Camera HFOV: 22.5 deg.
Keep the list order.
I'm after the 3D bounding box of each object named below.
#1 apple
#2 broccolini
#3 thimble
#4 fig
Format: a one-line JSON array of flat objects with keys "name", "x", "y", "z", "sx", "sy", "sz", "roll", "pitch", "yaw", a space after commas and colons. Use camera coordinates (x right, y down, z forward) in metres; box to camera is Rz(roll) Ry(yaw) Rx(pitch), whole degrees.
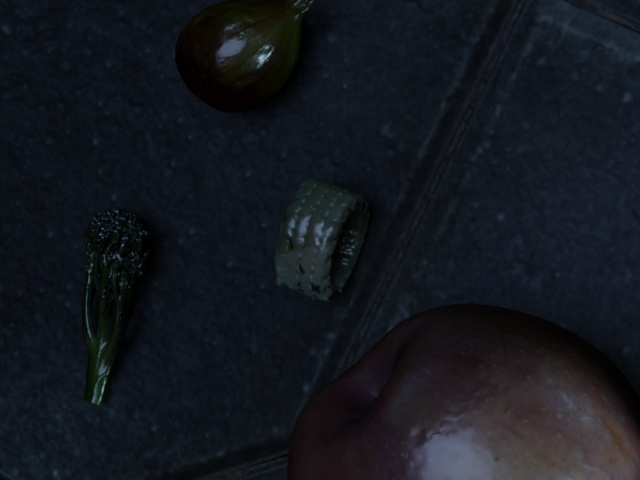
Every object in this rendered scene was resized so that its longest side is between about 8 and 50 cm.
[{"name": "apple", "x": 0.119, "y": 0.184, "z": 1.342, "sx": 0.306, "sy": 0.306, "sz": 0.235, "roll": -42, "pitch": 104, "yaw": 15}, {"name": "broccolini", "x": -0.211, "y": 0.065, "z": 1.632, "sx": 0.091, "sy": 0.068, "sz": 0.203, "roll": 18, "pitch": 109, "yaw": 36}, {"name": "thimble", "x": 0.000, "y": 0.000, "z": 1.516, "sx": 0.062, "sy": 0.084, "sz": 0.110, "roll": 20, "pitch": 92, "yaw": 23}, {"name": "fig", "x": -0.068, "y": -0.194, "z": 1.552, "sx": 0.109, "sy": 0.103, "sz": 0.154, "roll": 46, "pitch": 113, "yaw": -3}]
